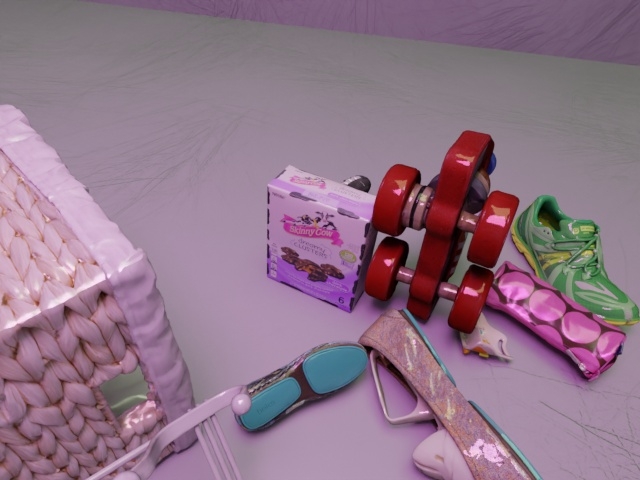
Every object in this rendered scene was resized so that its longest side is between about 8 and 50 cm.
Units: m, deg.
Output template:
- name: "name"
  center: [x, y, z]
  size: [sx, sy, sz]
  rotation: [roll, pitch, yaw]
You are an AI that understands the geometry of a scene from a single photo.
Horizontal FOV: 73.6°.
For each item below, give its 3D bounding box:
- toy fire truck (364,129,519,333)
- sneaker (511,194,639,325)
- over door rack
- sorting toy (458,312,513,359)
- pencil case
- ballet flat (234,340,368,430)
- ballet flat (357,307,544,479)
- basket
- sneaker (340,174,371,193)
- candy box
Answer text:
- name: "toy fire truck"
  center: [0.199, -0.028, 0.658]
  size: [0.170, 0.301, 0.254]
  rotation: [19, 40, 21]
- name: "sneaker"
  center: [0.448, 0.027, 0.769]
  size: [0.110, 0.123, 0.295]
  rotation: [-4, 43, -13]
- name: "over door rack"
  center: [-0.148, 0.293, 0.309]
  size: [0.325, 0.108, 0.239]
  rotation: [-22, 90, -30]
- name: "sorting toy"
  center: [0.260, 0.156, 0.662]
  size: [0.075, 0.044, 0.083]
  rotation: [21, 30, -3]
- name: "pencil case"
  center: [0.358, 0.123, 0.677]
  size: [0.098, 0.095, 0.209]
  rotation: [-38, 54, -21]
- name: "ballet flat"
  center: [-0.028, 0.183, 0.569]
  size: [0.189, 0.070, 0.070]
  rotation: [-19, 47, -20]
- name: "ballet flat"
  center: [0.144, 0.224, 0.539]
  size: [0.106, 0.107, 0.316]
  rotation: [-28, 43, -8]
- name: "basket"
  center: [-0.335, 0.097, 0.432]
  size: [0.267, 0.328, 0.331]
  rotation: [-30, 53, -32]
- name: "sneaker"
  center: [0.051, -0.044, 0.836]
  size: [0.106, 0.078, 0.234]
  rotation: [30, 50, 20]
- name: "candy box"
  center: [0.000, 0.000, 0.683]
  size: [0.165, 0.196, 0.070]
  rotation: [21, 43, 17]
